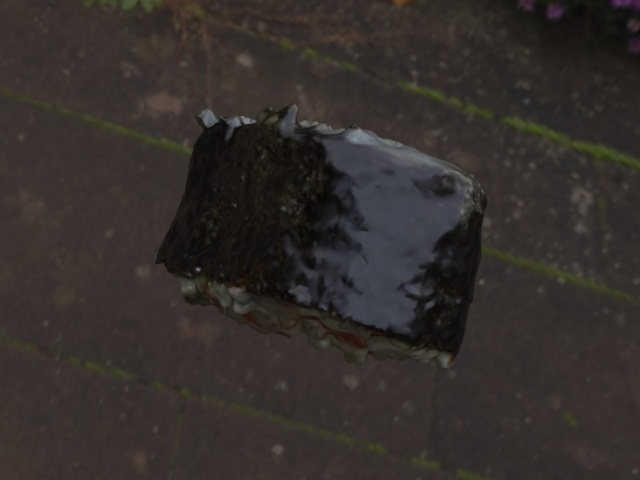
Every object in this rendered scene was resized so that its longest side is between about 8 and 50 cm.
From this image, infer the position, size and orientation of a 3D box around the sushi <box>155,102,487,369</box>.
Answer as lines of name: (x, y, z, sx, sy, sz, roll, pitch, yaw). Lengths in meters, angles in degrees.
sushi: (0.000, 0.000, 0.481, 0.090, 0.150, 0.078, 22, 86, -30)
